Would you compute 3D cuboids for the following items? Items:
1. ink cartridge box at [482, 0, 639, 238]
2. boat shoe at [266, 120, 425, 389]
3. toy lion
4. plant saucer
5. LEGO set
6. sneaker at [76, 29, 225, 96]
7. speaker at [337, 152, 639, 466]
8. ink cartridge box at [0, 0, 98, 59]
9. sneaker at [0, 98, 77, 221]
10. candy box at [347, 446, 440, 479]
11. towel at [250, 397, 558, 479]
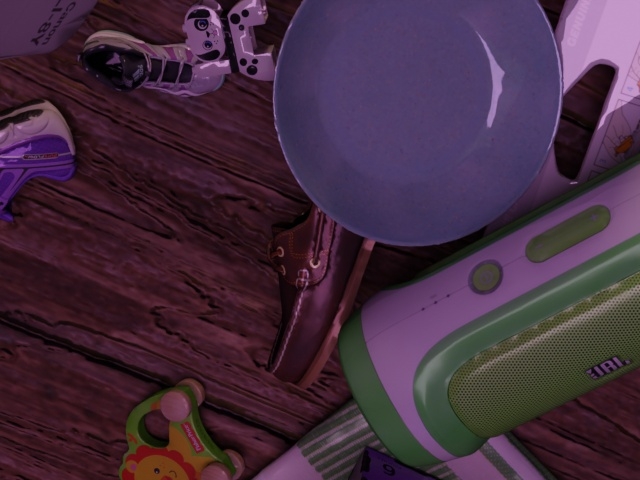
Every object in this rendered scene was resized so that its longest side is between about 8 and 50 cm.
[{"bbox_3d":[0.255,-0.059,0.885,0.239,0.060,0.275,19,109,5],"label":"ink cartridge box"},{"bbox_3d":[0.000,0.000,0.908,0.073,0.073,0.207,19,99,-14],"label":"boat shoe"},{"bbox_3d":[-0.114,0.165,0.987,0.096,0.034,0.100,-25,96,23],"label":"toy lion"},{"bbox_3d":[0.060,-0.094,0.843,0.195,0.037,0.195,-3,101,-15],"label":"plant saucer"},{"bbox_3d":[-0.091,-0.214,0.839,0.093,0.087,0.227,-8,114,8],"label":"LEGO set"},{"bbox_3d":[-0.115,-0.112,0.878,0.098,0.069,0.038,9,109,0],"label":"sneaker"},{"bbox_3d":[0.162,0.033,0.833,0.296,0.131,0.131,-30,104,17],"label":"speaker"},{"bbox_3d":[-0.243,-0.320,0.705,0.385,0.160,0.279,42,112,5],"label":"ink cartridge box"},{"bbox_3d":[-0.249,-0.037,0.912,0.170,0.068,0.071,-19,112,8],"label":"sneaker"},{"bbox_3d":[0.084,0.241,0.878,0.165,0.196,0.070,25,108,-3],"label":"candy box"},{"bbox_3d":[0.036,0.259,1.012,0.325,0.038,0.248,-40,101,16],"label":"towel"}]
